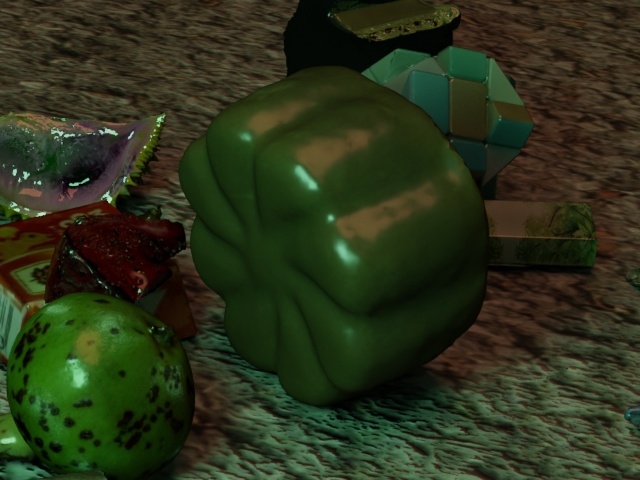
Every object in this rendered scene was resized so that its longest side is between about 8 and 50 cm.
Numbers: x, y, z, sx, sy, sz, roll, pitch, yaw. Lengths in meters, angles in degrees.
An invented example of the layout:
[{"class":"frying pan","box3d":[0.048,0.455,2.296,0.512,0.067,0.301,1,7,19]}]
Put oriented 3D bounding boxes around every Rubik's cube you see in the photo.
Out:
[{"class":"Rubik's cube","box3d":[0.170,-0.146,2.202,0.213,0.224,0.265,7,-14,-25]}]

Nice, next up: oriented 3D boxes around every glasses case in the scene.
[{"class":"glasses case","box3d":[0.228,-0.007,2.107,0.272,0.062,0.095,2,35,2]}]

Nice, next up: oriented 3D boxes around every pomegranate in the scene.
[{"class":"pomegranate","box3d":[-0.250,0.168,1.653,0.263,0.211,0.211,-35,22,19]}]

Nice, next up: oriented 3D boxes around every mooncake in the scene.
[{"class":"mooncake","box3d":[0.000,0.000,1.776,0.201,0.378,0.378,-28,40,-34]}]

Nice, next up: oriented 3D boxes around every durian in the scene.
[{"class":"durian","box3d":[-0.360,-0.087,2.162,0.260,0.154,0.186,13,52,9]}]

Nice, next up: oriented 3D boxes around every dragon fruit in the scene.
[{"class":"dragon fruit","box3d":[-0.219,0.007,1.787,0.122,0.092,0.192,8,20,37]}]

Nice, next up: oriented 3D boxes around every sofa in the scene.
[{"class":"sofa","box3d":[0.072,-0.286,2.415,0.200,0.258,0.182,-16,47,-28]}]

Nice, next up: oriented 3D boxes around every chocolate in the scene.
[{"class":"chocolate","box3d":[-0.305,0.054,1.922,0.235,0.108,0.237,-14,31,-29]}]

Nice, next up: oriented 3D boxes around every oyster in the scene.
[{"class":"oyster","box3d":[0.452,0.039,2.077,0.100,0.037,0.098,-23,12,-2]}]

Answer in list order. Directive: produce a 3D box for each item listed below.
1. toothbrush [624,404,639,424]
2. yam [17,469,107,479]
[{"class":"toothbrush","box3d":[0.547,0.196,1.778,0.413,0.035,0.042,0,31,-3]},{"class":"yam","box3d":[-0.319,0.270,1.473,0.259,0.093,0.093,2,23,-40]}]
